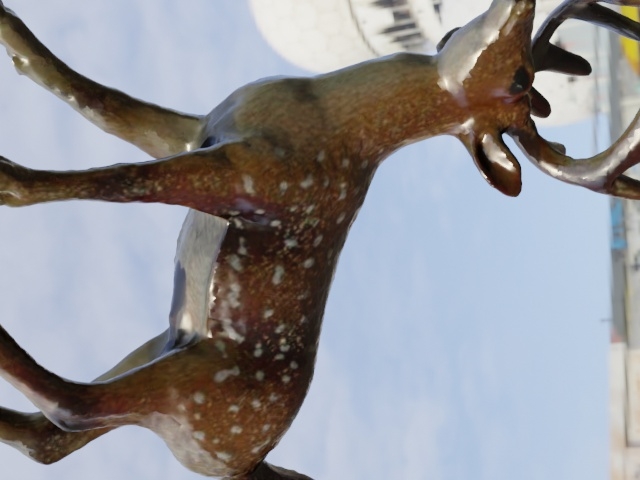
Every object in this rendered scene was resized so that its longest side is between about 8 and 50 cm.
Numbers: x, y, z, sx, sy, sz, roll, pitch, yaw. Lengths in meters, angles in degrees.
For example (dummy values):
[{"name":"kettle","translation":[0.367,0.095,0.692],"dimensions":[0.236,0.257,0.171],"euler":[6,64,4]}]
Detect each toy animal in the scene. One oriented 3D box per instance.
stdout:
[{"name":"toy animal","translation":[-0.006,-0.011,0.454],"dimensions":[0.243,0.260,0.087],"euler":[-68,27,24]}]
